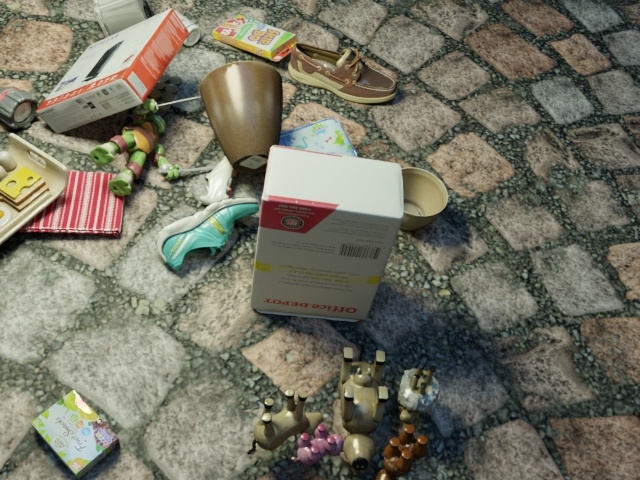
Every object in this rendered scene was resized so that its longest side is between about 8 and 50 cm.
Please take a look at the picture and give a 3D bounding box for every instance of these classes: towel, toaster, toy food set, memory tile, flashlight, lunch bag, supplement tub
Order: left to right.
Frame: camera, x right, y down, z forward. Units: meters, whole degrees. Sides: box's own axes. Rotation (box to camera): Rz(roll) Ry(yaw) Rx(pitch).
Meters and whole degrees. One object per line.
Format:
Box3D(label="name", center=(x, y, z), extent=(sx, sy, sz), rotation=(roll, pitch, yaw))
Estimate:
Box3D(label="flashlight", center=(-0.881, -0.405, 1.769), extent=(0.304, 0.103, 0.103), rotation=(35, 56, 13))
Box3D(label="toy food set", center=(-0.763, -0.112, 1.546), extent=(0.220, 0.092, 0.306), rotation=(29, 60, 24))
Box3D(label="towel", center=(-0.620, -0.092, 1.636), extent=(0.275, 0.031, 0.199), rotation=(2, 52, -12))
Box3D(label="toaster", center=(-0.565, -0.656, 1.963), extent=(0.146, 0.227, 0.129), rotation=(-15, 56, 0))
Box3D(label="memory tile", center=(-0.466, -0.430, 1.924), extent=(0.113, 0.012, 0.148), rotation=(14, 53, -1))
Box3D(label="supplement tub", center=(-0.425, -0.648, 2.057), extent=(0.107, 0.071, 0.071), rotation=(37, 56, 16))
Box3D(label="lunch bag", center=(-0.022, -0.225, 1.798), extent=(0.219, 0.090, 0.176), rotation=(-22, 68, -16))

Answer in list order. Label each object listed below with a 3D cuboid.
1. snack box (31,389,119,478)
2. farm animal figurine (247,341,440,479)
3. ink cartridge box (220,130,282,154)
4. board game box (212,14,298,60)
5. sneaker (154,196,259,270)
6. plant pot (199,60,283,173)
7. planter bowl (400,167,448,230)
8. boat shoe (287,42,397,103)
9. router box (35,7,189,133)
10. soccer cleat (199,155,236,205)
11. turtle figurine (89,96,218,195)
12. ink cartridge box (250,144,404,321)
Box3D(label="snack box", center=(-0.477, 0.376, 1.314), extent=(0.141, 0.037, 0.100), rotation=(39, 58, 17))
Box3D(label="farm animal figurine", center=(0.054, 0.362, 1.360), extent=(0.330, 0.172, 0.327), rotation=(16, 40, 11))
Box3D(label="ink cartridge box", center=(-0.215, -0.348, 1.887), extent=(0.171, 0.056, 0.235), rotation=(-9, 53, -17))
Box3D(label="board game box", center=(-0.196, -0.624, 2.073), extent=(0.259, 0.039, 0.124), rotation=(28, 53, 23))
Box3D(label="sneaker", center=(-0.263, -0.020, 1.628), extent=(0.275, 0.107, 0.110), rotation=(-30, 84, -23))
Box3D(label="plant pot", center=(-0.184, -0.294, 1.702), extent=(0.215, 0.215, 0.230), rotation=(-5, 69, -15))
Box3D(label="planter bowl", center=(0.237, -0.095, 1.754), extent=(0.162, 0.109, 0.162), rotation=(6, 54, -8))
Box3D(label="boat shoe", center=(0.072, -0.514, 2.020), extent=(0.342, 0.123, 0.123), rotation=(18, 53, 3))
Box3D(label="router box", center=(-0.539, -0.439, 1.757), extent=(0.335, 0.082, 0.301), rotation=(-10, 44, 32))
Box3D(label="soccer cleat", center=(-0.258, -0.171, 1.743), extent=(0.076, 0.068, 0.196), rotation=(11, 56, -1))
Box3D(label="turtle figurine", center=(-0.417, -0.241, 1.674), extent=(0.275, 0.198, 0.266), rotation=(23, 46, 10))
Box3D(label="ink cartridge box", center=(0.000, 0.000, 1.469), extent=(0.279, 0.384, 0.160), rotation=(7, 50, -6))
